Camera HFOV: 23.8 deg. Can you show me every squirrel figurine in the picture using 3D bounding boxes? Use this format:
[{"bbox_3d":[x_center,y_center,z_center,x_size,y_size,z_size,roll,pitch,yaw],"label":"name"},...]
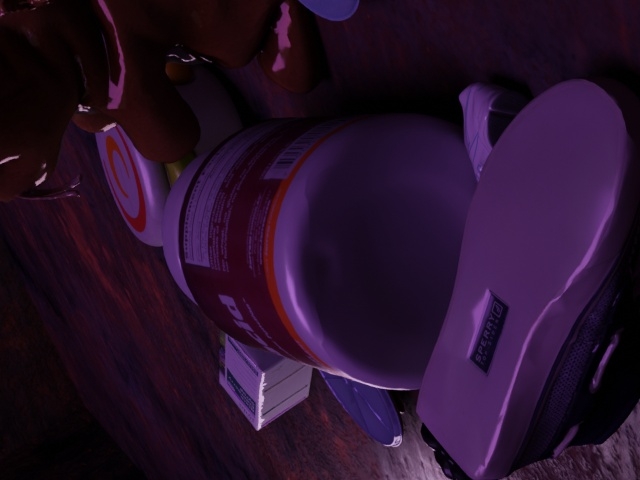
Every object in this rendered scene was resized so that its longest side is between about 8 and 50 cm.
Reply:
[{"bbox_3d":[-0.240,-0.226,1.377,0.281,0.370,0.397,44,158,37],"label":"squirrel figurine"}]

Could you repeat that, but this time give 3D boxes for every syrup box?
[{"bbox_3d":[-0.074,0.163,2.056,0.093,0.096,0.237,51,160,18],"label":"syrup box"}]

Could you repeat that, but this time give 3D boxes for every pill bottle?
[{"bbox_3d":[0.000,0.000,1.374,0.224,0.224,0.392,62,162,-14],"label":"pill bottle"}]

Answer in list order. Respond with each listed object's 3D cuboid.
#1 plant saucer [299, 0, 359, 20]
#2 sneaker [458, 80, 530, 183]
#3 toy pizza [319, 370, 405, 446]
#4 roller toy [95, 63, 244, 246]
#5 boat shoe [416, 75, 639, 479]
[{"bbox_3d":[-0.013,-0.274,1.246,0.195,0.037,0.195,49,161,23],"label":"plant saucer"},{"bbox_3d":[0.144,-0.058,1.189,0.061,0.053,0.152,42,150,54],"label":"sneaker"},{"bbox_3d":[0.044,0.161,1.846,0.201,0.032,0.201,50,162,23],"label":"toy pizza"},{"bbox_3d":[-0.165,-0.103,1.754,0.209,0.146,0.191,61,158,23],"label":"roller toy"},{"bbox_3d":[0.191,0.027,1.122,0.127,0.158,0.340,49,133,37],"label":"boat shoe"}]
